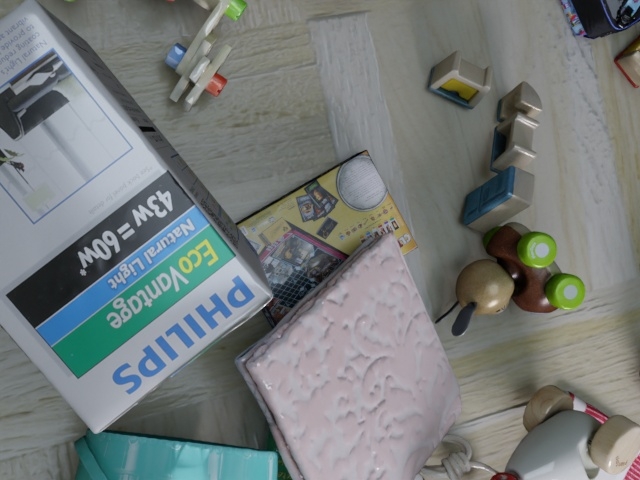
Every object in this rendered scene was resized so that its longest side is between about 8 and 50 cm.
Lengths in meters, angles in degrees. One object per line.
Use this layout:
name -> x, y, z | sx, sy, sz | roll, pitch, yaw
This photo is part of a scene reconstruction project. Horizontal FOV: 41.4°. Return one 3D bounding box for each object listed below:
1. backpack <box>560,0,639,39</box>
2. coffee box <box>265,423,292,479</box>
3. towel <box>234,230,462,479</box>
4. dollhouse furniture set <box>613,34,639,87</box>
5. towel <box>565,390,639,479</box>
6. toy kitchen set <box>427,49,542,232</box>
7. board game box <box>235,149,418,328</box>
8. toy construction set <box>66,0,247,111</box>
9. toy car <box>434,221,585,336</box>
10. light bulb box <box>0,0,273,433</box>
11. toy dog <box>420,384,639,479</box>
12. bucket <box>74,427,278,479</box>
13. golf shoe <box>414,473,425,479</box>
backpack -> 0.477, -0.421, 1.343 | 0.173, 0.117, 0.158 | -31, 98, -16
coffee box -> -0.016, 0.266, 1.177 | 0.113, 0.040, 0.184 | 6, 85, 11
towel -> 0.056, 0.199, 1.127 | 0.332, 0.053, 0.317 | -40, 113, -42
dollhouse furniture set -> 0.682, -0.359, 1.416 | 0.374, 0.152, 0.201 | -43, 102, 3
towel -> 0.464, 0.425, 1.357 | 0.329, 0.037, 0.237 | 36, 77, -14
toy kitchen set -> 0.224, -0.147, 1.271 | 0.166, 0.122, 0.207 | 22, 62, -16
board game box -> 0.000, 0.000, 1.211 | 0.243, 0.042, 0.165 | -31, 98, -17
toy construction set -> -0.221, -0.334, 1.091 | 0.327, 0.151, 0.215 | 43, 52, -20
toy car -> 0.259, 0.079, 1.245 | 0.188, 0.155, 0.149 | -37, 100, -6
light bulb box -> -0.257, -0.035, 0.948 | 0.225, 0.358, 0.361 | -38, 99, -1
toy dog -> 0.310, 0.358, 1.226 | 0.333, 0.220, 0.161 | -22, 121, -7
bucket -> -0.181, 0.333, 1.026 | 0.281, 0.281, 0.183 | 11, 75, -18
golf shoe -> 0.151, 0.404, 1.224 | 0.077, 0.094, 0.198 | -32, 97, -15
